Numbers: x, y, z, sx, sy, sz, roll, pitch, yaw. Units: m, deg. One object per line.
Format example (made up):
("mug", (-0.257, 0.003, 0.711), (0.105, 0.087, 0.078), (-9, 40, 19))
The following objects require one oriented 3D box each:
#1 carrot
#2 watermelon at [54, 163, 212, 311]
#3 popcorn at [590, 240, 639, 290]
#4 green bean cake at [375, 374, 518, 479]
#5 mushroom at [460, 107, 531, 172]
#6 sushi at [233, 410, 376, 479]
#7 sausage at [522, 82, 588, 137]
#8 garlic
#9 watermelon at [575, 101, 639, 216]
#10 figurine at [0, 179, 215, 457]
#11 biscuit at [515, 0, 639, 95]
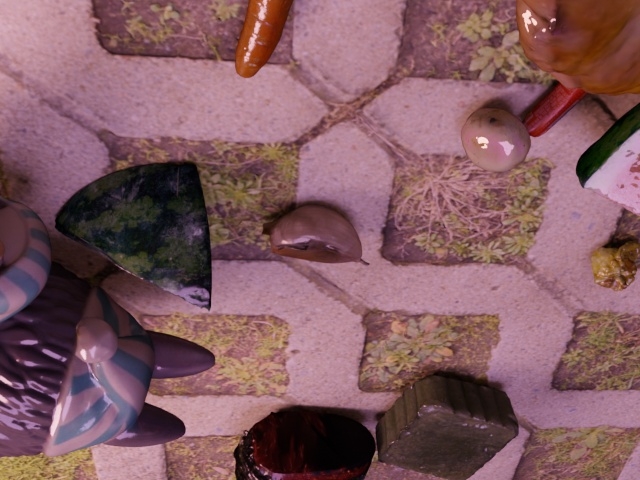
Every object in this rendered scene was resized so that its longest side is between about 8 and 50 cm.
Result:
("carrot", (-0.059, -0.223, 1.100), (0.048, 0.048, 0.139), (6, 140, -17))
("watermelon", (-0.222, 0.018, 1.293), (0.207, 0.136, 0.202), (1, 135, 10))
("popcorn", (0.415, 0.032, 1.476), (0.083, 0.068, 0.059), (-48, 175, 7))
("green bean cake", (0.200, 0.303, 1.717), (0.185, 0.094, 0.183), (15, 134, -26))
("mushroom", (0.208, -0.120, 1.250), (0.067, 0.083, 0.083), (-41, 155, -35))
("sushi", (-0.026, 0.355, 1.706), (0.225, 0.136, 0.126), (1, 141, -23))
("sausage", (0.282, -0.164, 1.240), (0.034, 0.034, 0.129), (20, 132, -30))
("garlic", (0.001, -0.008, 1.351), (0.152, 0.066, 0.084), (5, 165, -11))
("watermelon", (0.482, -0.116, 1.215), (0.319, 0.292, 0.222), (25, 116, 4))
("figurine", (-0.304, 0.097, 1.285), (0.377, 0.266, 0.361), (4, 136, -27))
("biscuit", (0.372, -0.312, 0.964), (0.446, 0.104, 0.429), (-45, 148, 24))
